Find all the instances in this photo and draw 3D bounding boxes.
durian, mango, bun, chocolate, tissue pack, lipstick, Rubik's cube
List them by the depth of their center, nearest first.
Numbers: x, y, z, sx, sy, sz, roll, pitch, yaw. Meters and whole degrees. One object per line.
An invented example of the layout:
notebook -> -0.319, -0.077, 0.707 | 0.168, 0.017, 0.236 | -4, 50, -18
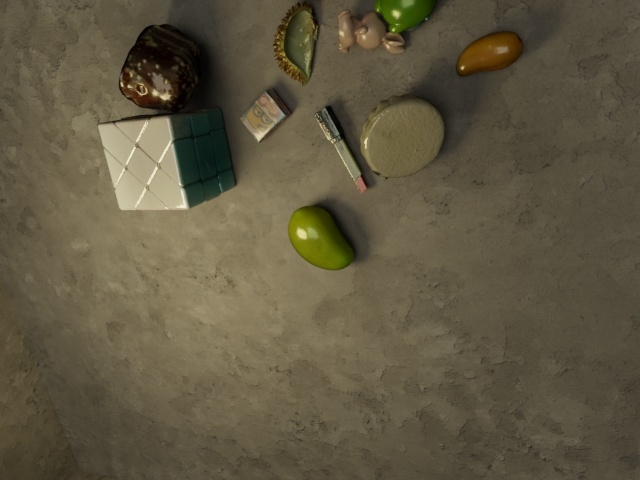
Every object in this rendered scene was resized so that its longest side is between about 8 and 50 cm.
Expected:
mango -> 0.473, -0.525, 1.309 | 0.184, 0.085, 0.102 | -9, 111, 36
bun -> 0.236, -0.342, 1.444 | 0.264, 0.175, 0.263 | -8, 129, -9
durian -> -0.086, -0.638, 1.504 | 0.139, 0.144, 0.251 | 4, 109, -19
lipstick -> 0.082, -0.305, 1.579 | 0.051, 0.051, 0.312 | -25, 101, 28
chocolate -> -0.514, -0.574, 1.580 | 0.210, 0.339, 0.225 | 18, 142, -7
tissue pack -> -0.193, -0.437, 1.631 | 0.155, 0.065, 0.115 | -36, 96, 29
mango -> -0.008, 0.001, 1.680 | 0.186, 0.149, 0.272 | -27, 103, 27
Rubik's cube -> -0.544, -0.301, 1.690 | 0.319, 0.316, 0.321 | 1, 109, 23

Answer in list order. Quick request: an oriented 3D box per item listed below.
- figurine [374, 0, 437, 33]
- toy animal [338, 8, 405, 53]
figurine -> 0.282, -0.702, 1.293 | 0.263, 0.143, 0.162 | -35, 84, 18
toy animal -> 0.155, -0.628, 1.394 | 0.213, 0.124, 0.124 | 6, 114, -2
